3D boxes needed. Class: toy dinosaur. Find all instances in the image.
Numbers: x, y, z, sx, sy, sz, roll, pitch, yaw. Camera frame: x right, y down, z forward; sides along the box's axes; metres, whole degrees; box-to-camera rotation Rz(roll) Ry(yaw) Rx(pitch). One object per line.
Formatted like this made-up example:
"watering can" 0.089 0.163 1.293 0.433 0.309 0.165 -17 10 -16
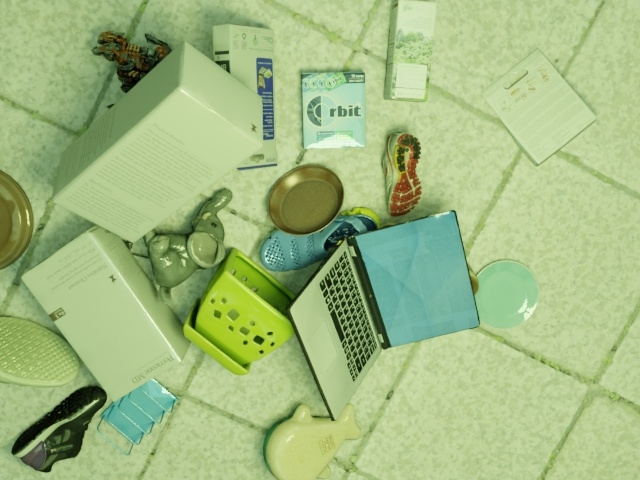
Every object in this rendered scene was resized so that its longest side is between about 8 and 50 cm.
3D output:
"toy dinosaur" -0.396 -0.364 1.754 0.322 0.164 0.218 28 81 13

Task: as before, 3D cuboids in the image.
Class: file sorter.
"file sorter" -0.472 0.446 1.909 0.118 0.104 0.170 44 95 -9

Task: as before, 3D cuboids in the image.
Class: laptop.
"laptop" 0.168 0.185 1.774 0.236 0.408 0.382 8 133 35

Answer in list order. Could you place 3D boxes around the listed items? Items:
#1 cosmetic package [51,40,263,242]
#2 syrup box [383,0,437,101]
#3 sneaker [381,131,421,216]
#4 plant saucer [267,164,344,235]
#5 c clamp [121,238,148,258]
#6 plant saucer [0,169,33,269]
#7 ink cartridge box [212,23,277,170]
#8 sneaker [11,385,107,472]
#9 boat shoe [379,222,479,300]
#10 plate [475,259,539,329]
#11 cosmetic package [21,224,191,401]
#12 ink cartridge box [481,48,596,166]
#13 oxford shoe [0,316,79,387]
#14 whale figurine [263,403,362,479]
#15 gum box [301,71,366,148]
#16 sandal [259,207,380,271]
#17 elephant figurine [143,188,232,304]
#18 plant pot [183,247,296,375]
"cosmetic package" -0.361 -0.200 1.639 0.453 0.161 0.230 -31 135 30
"syrup box" 0.215 -0.458 1.799 0.093 0.096 0.237 3 100 -6
"sneaker" 0.201 -0.166 1.865 0.088 0.093 0.225 -7 116 -22
"plant saucer" -0.032 -0.093 1.834 0.198 0.036 0.199 -8 62 15
"c clamp" -0.492 -0.039 1.865 0.137 0.022 0.161 5 101 0
"plant saucer" -0.851 -0.051 1.826 0.277 0.041 0.278 -1 99 -4
"ink cartridge box" -0.176 -0.335 1.760 0.065 0.165 0.333 4 100 33
"sneaker" -0.645 0.489 1.920 0.283 0.107 0.124 -35 115 6
"boat shoe" 0.270 0.041 1.891 0.302 0.098 0.109 30 118 -12
"plate" 0.483 0.143 1.963 0.188 0.024 0.188 -1 100 -5
"cosmetic package" -0.515 0.171 1.826 0.217 0.156 0.385 -33 99 8
"ink cartridge box" 0.549 -0.334 1.880 0.189 0.066 0.232 -38 79 3
"oxford shoe" -0.829 0.278 1.849 0.449 0.169 0.130 13 140 -14
"whale figurine" -0.026 0.523 1.958 0.272 0.141 0.216 -24 102 -24
"gum box" 0.033 -0.321 1.839 0.157 0.041 0.184 -1 99 -4
"sandal" 0.000 0.000 1.847 0.317 0.138 0.126 -19 103 1
"elephant figurine" -0.303 0.010 1.827 0.239 0.169 0.186 -15 131 -17
"plant pot" -0.200 0.183 1.825 0.228 0.227 0.207 40 101 -10
